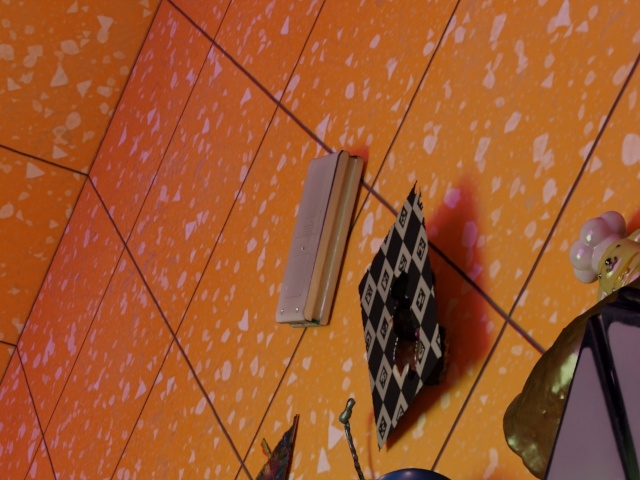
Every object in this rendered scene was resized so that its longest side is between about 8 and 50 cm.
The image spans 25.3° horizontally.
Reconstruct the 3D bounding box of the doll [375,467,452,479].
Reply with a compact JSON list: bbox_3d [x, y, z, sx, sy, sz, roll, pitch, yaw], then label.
[{"bbox_3d":[0.074,0.372,1.683,0.257,0.215,0.161,-45,10,38],"label":"doll"}]

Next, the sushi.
[{"bbox_3d":[0.126,0.104,1.933,0.264,0.050,0.290,116,156,-47],"label":"sushi"}]

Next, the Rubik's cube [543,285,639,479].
[{"bbox_3d":[0.361,0.231,1.080,0.307,0.305,0.310,15,88,68],"label":"Rubik's cube"}]

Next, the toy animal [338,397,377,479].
[{"bbox_3d":[0.062,0.323,1.889,0.079,0.070,0.253,-45,29,16],"label":"toy animal"}]

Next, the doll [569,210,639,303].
[{"bbox_3d":[0.329,0.028,1.558,0.106,0.062,0.162,-60,25,11],"label":"doll"}]

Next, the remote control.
[{"bbox_3d":[0.000,0.000,2.255,0.103,0.055,0.277,-11,64,62],"label":"remote control"}]

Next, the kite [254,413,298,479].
[{"bbox_3d":[-0.076,0.354,2.211,0.190,0.010,0.159,-57,26,23],"label":"kite"}]

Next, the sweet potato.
[{"bbox_3d":[0.328,0.110,1.401,0.370,0.157,0.158,-53,31,36],"label":"sweet potato"}]
